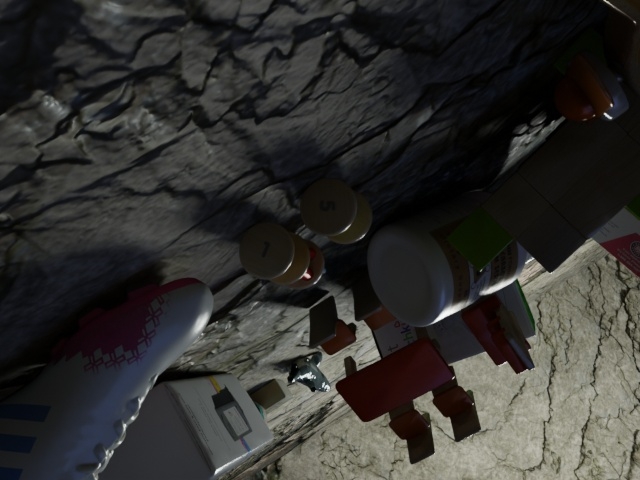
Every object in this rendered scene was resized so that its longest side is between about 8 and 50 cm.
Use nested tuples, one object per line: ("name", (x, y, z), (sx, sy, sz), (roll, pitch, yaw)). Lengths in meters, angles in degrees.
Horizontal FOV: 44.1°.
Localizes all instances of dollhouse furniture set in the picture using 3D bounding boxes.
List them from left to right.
("dollhouse furniture set", (0.146, 0.167, 1.076), (0.259, 0.262, 0.135), (-32, -157, 16))

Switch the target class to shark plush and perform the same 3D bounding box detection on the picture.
("shark plush", (-0.019, 0.238, 1.399), (0.073, 0.067, 0.161), (-32, 164, -2))

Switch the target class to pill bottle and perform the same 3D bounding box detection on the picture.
("pill bottle", (0.183, 0.010, 0.995), (0.229, 0.131, 0.131), (-22, 161, -33))

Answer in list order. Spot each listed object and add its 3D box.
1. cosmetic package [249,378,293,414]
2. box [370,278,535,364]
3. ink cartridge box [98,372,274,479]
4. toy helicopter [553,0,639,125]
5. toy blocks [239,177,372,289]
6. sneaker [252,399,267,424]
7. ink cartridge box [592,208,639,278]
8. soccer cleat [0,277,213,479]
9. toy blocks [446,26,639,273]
("cosmetic package", (-0.113, 0.304, 1.466), (0.115, 0.041, 0.060), (-33, 163, 3))
("box", (0.219, 0.123, 1.289), (0.231, 0.126, 0.262), (-22, 173, 12))
("ink cartridge box", (-0.214, 0.286, 1.037), (0.226, 0.131, 0.306), (-33, 170, 3))
("toy helicopter", (0.231, -0.177, 0.583), (0.355, 0.140, 0.235), (4, 140, -43))
("toy blocks", (0.000, 0.000, 0.769), (0.123, 0.054, 0.148), (-34, 164, 9))
("sneaker", (-0.230, 0.376, 1.365), (0.302, 0.108, 0.121), (-39, 163, -5))
("ink cartridge box", (0.469, -0.087, 1.081), (0.100, 0.172, 0.237), (-22, 148, -43))
("soccer cleat", (-0.213, 0.165, 0.698), (0.331, 0.143, 0.116), (-34, 164, 6))
("toy blocks", (0.319, -0.113, 0.862), (0.381, 0.191, 0.261), (-46, 174, 14))
